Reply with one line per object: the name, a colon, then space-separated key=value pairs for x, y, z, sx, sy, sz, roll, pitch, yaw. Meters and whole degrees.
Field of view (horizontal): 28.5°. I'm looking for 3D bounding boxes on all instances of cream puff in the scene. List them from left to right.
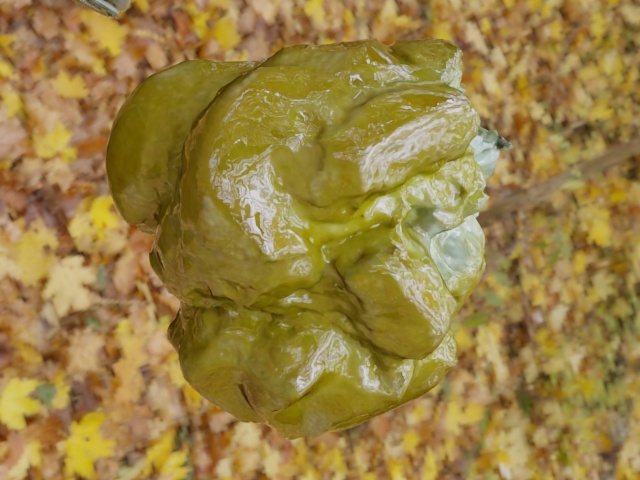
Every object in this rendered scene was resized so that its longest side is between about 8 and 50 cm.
cream puff: x=-0.006 y=0.000 z=0.589 sx=0.221 sy=0.194 sz=0.195 roll=6 pitch=67 yaw=-75

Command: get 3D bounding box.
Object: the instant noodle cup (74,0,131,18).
instant noodle cup: x=-0.228 y=-0.330 z=1.043 sx=0.296 sy=0.296 sz=0.214 roll=24 pitch=94 yaw=-43
